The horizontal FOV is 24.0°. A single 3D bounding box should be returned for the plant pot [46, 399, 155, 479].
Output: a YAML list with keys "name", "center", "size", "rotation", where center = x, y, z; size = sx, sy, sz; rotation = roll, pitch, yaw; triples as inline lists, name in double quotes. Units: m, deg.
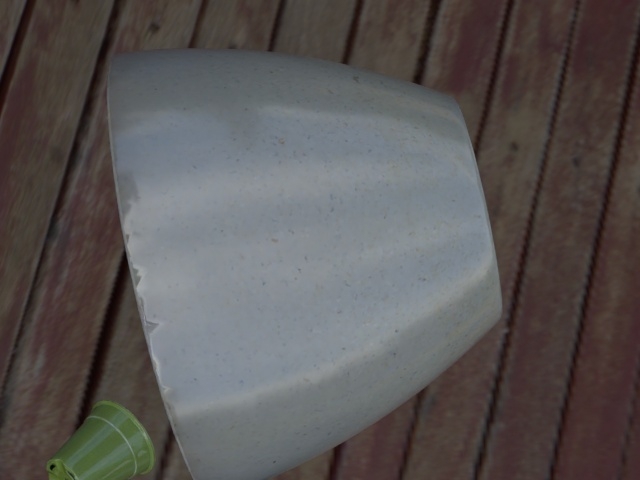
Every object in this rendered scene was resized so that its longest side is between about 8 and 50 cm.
- name: "plant pot"
  center: [-0.212, 0.205, 1.408]
  size: [0.079, 0.083, 0.083]
  rotation: [-36, 92, -39]

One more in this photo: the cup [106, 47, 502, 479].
- name: "cup"
  center: [0.000, 0.000, 1.103]
  size: [0.237, 0.331, 0.331]
  rotation: [-13, 85, 1]
